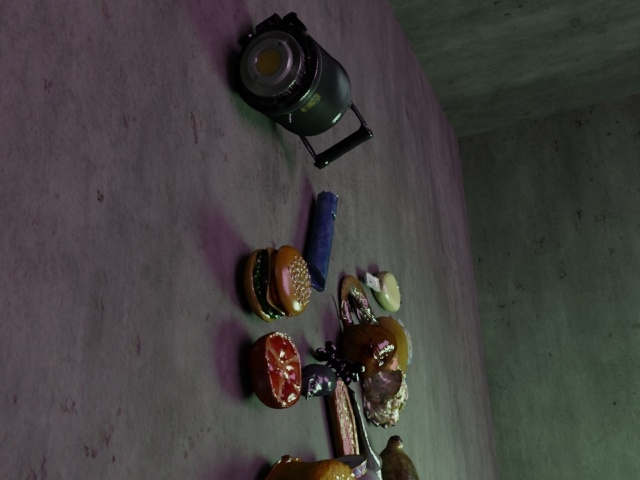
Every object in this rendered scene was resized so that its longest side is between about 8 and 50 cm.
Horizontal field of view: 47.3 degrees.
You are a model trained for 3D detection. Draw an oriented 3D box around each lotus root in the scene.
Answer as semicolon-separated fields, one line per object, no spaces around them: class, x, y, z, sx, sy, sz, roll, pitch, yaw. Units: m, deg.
lotus root;0.196;0.619;1.904;0.138;0.139;0.213;52;30;-49

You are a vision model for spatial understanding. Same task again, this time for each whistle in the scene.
whistle;0.000;0.000;1.828;0.304;0.062;0.062;-81;151;-42

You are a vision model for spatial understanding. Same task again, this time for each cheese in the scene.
cheese;0.184;0.139;2.232;0.255;0.050;0.127;35;47;-61
cheese;0.253;0.360;2.286;0.135;0.052;0.244;55;31;-46

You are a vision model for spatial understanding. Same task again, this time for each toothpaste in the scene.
toothpaste;0.104;0.492;1.812;0.069;0.099;0.282;-19;98;-40

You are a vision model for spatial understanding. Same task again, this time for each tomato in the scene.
tomato;-0.096;0.256;1.430;0.155;0.069;0.155;45;38;-50

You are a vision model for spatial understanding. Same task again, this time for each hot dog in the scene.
hot dog;0.052;0.436;1.740;0.066;0.047;0.215;-9;85;-32

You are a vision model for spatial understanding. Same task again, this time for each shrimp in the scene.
shrimp;0.110;0.201;2.015;0.219;0.046;0.152;63;25;-25

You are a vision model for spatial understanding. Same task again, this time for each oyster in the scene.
oyster;0.172;0.414;1.976;0.191;0.081;0.163;43;67;-13

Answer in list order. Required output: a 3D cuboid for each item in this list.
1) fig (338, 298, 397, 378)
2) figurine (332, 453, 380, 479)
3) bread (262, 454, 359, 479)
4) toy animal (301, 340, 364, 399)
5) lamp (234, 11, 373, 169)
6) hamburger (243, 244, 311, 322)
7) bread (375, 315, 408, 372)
fig;0.091;0.254;1.893;0.201;0.133;0.146;42;44;20
figurine;0.086;0.610;1.601;0.189;0.142;0.263;-23;98;-69
bread;-0.039;0.501;1.330;0.147;0.160;0.260;56;35;-32
toy animal;-0.013;0.314;1.634;0.210;0.121;0.117;-17;140;-53
lamp;-0.059;-0.352;1.662;0.374;0.205;0.272;59;17;-1
hamburger;-0.087;0.087;1.481;0.162;0.115;0.161;-10;90;-69
bread;0.203;0.325;2.122;0.217;0.098;0.147;-80;154;-42
